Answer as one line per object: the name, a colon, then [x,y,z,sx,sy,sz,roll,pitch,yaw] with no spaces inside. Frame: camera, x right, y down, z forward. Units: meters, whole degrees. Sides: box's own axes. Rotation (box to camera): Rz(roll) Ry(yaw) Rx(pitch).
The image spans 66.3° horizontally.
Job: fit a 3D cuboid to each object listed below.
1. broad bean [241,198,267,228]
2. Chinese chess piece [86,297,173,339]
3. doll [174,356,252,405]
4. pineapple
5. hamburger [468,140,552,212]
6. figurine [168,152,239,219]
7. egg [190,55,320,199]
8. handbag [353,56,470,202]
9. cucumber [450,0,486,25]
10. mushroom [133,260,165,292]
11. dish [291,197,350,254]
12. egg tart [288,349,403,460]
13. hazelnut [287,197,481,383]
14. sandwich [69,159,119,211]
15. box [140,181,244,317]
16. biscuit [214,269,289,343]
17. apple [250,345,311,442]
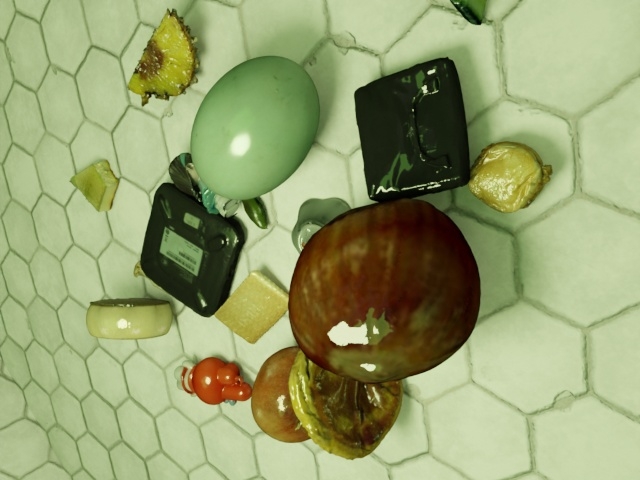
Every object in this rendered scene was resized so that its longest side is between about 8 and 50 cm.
broad bean: [-0.221,-0.134,1.399,0.254,0.046,0.065,53,130,11]
Chinese chess piece: [-0.632,0.254,1.632,0.270,0.270,0.112,2,89,32]
doll: [-0.350,0.459,1.597,0.290,0.130,0.161,-3,102,27]
pineapple: [-0.414,-0.504,1.384,0.161,0.158,0.334,29,131,-22]
hamburger: [0.382,-0.132,1.000,0.147,0.083,0.138,36,123,21]
figurine: [-0.336,-0.153,1.415,0.245,0.110,0.138,40,153,20]
egg: [-0.161,-0.262,1.185,0.276,0.276,0.389,51,124,10]
handbag: [0.197,-0.228,1.058,0.244,0.088,0.275,-10,84,37]
cucumber: [0.287,-0.491,0.946,0.062,0.115,0.116,18,104,27]
mushroom: [-0.562,0.134,1.688,0.202,0.054,0.059,30,122,15]
dish: [0.000,0.000,1.276,0.229,0.081,0.229,10,109,30]
egg tart: [0.047,0.358,1.225,0.153,0.339,0.351,-26,97,52]
hazelnut: [0.128,0.112,1.045,0.421,0.421,0.353,18,152,27]
sandwich: [-0.798,-0.219,1.734,0.193,0.058,0.162,41,119,19]
box: [-0.413,0.029,1.539,0.359,0.091,0.350,30,118,20]
biscuit: [-0.200,0.203,1.467,0.160,0.030,0.249,38,123,-6]
apple: [-0.078,0.422,1.353,0.253,0.253,0.253,9,108,30]
